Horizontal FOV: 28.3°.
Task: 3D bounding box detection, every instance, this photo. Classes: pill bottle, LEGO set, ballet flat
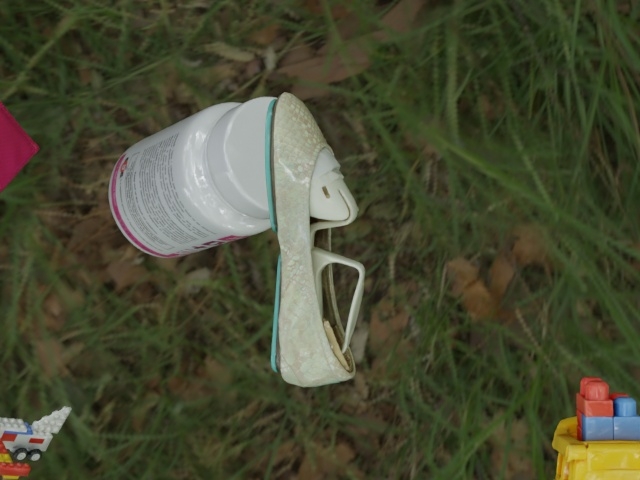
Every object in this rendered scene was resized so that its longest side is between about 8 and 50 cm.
[{"bbox_3d":[-0.128,-0.075,1.532,0.283,0.160,0.160,-15,103,55],"label":"pill bottle"},{"bbox_3d":[-0.321,0.150,1.037,0.182,0.244,0.060,30,108,-1],"label":"LEGO set"},{"bbox_3d":[0.000,0.000,0.717,0.052,0.057,0.168,2,101,17],"label":"ballet flat"}]

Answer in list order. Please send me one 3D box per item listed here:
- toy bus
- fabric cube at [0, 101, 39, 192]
[{"bbox_3d":[0.313,0.256,1.411,0.149,0.220,0.212,-2,88,2],"label":"toy bus"},{"bbox_3d":[-0.548,-0.102,1.494,0.254,0.258,0.259,-6,130,41],"label":"fabric cube"}]
